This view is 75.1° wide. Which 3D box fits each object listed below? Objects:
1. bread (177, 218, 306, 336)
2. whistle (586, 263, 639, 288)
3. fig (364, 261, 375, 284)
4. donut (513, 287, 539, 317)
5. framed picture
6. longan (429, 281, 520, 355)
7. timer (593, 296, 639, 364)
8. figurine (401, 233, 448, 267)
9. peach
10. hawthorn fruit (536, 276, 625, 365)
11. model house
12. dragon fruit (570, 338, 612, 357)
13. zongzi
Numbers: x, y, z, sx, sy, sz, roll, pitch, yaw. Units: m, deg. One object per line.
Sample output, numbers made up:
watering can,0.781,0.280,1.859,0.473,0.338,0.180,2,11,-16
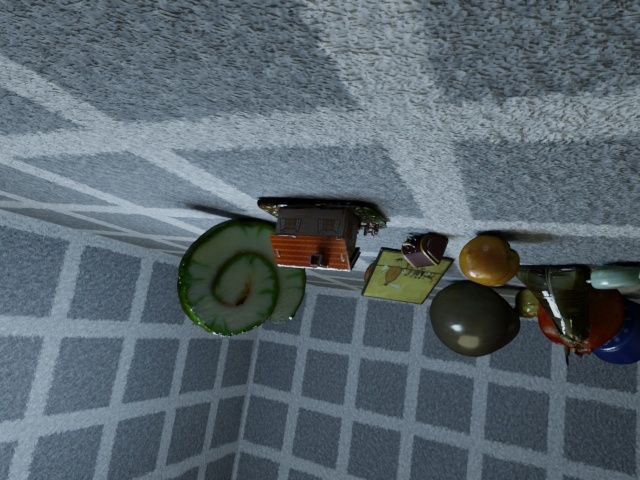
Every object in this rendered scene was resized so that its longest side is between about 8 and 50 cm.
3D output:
bread,-0.228,0.121,1.256,0.382,0.366,0.129,37,162,-12
whistle,0.829,0.089,1.086,0.126,0.067,0.258,0,172,-31
fig,0.266,0.168,1.726,0.149,0.148,0.202,-35,134,24
donut,0.986,0.288,1.864,0.209,0.128,0.261,6,169,10
framed picture,0.306,0.140,1.535,0.256,0.014,0.338,9,145,-3
longan,0.695,0.359,1.904,0.405,0.336,0.404,11,172,1
timer,1.078,0.297,1.629,0.384,0.270,0.270,28,163,-21
figurine,0.268,0.021,1.158,0.098,0.082,0.154,25,166,-15
peach,0.411,0.049,1.025,0.138,0.138,0.138,8,170,1
hawthorn fruit,0.858,0.269,1.382,0.254,0.300,0.254,10,172,1
model house,0.001,0.000,1.020,0.294,0.153,0.207,4,167,22
dragon fruit,0.948,0.349,1.512,0.133,0.149,0.208,11,157,-33
zongzi,0.706,0.198,1.302,0.111,0.247,0.241,-5,-178,-37
